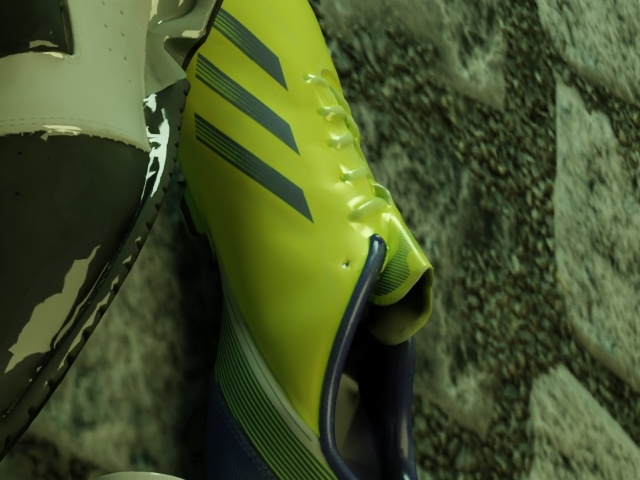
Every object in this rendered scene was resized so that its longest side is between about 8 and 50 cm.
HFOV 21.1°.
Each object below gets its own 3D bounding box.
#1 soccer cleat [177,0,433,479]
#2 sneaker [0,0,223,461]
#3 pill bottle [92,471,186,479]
[{"bbox_3d":[0.001,0.001,0.721,0.093,0.121,0.289,20,56,-45],"label":"soccer cleat"},{"bbox_3d":[-0.123,-0.064,0.622,0.146,0.122,0.330,27,51,-19],"label":"sneaker"},{"bbox_3d":[-0.067,0.144,0.605,0.065,0.065,0.116,32,49,-39],"label":"pill bottle"}]
